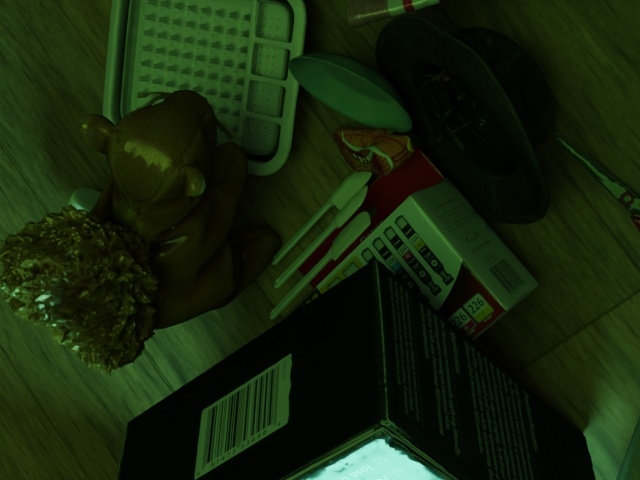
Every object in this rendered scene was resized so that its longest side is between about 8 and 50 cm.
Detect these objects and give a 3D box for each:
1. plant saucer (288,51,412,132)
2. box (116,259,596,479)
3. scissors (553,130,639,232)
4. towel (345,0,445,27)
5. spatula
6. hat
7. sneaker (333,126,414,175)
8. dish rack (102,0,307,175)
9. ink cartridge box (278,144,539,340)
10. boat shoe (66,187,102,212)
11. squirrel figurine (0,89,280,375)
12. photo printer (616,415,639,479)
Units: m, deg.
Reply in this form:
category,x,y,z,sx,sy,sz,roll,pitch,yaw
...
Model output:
category,x,y,z,sx,sy,sz,roll,pitch,yaw
plant saucer,0.049,-0.216,1.688,0.195,0.195,0.037,25,80,19
box,0.052,0.357,1.613,0.480,0.297,0.472,-34,122,26
scissors,0.436,-0.050,1.634,0.109,0.021,0.297,-35,83,28
towel,0.190,-0.409,1.583,0.329,0.037,0.237,-13,50,26
spatula,0.000,0.000,1.777,0.019,0.168,0.242,28,124,-24
hat,0.226,-0.185,1.625,0.134,0.331,0.331,-37,81,-18
sneaker,0.076,-0.133,1.735,0.175,0.067,0.064,28,147,56
dish rack,-0.169,-0.264,1.839,0.333,0.072,0.285,13,106,22
ink cartridge box,0.099,0.065,1.726,0.272,0.130,0.309,50,123,9
boat shoe,-0.293,0.034,1.934,0.301,0.108,0.102,32,117,14
squirrel figurine,-0.248,-0.015,1.669,0.281,0.397,0.370,35,155,8
photo printer,0.475,0.265,1.547,0.107,0.256,0.307,15,106,1
